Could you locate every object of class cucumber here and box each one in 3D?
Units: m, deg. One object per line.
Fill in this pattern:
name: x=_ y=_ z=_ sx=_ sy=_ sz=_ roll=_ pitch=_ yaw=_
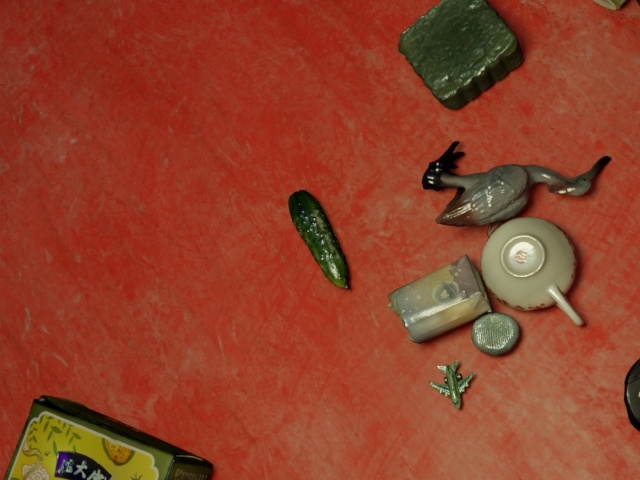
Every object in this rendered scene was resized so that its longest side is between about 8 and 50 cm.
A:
cucumber: x=0.000 y=0.000 z=1.775 sx=0.069 sy=0.069 sz=0.227 roll=-32 pitch=66 yaw=11

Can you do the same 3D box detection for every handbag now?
handbag: x=0.203 y=0.110 z=1.640 sx=0.173 sy=0.095 sz=0.117 roll=-26 pitch=34 yaw=13

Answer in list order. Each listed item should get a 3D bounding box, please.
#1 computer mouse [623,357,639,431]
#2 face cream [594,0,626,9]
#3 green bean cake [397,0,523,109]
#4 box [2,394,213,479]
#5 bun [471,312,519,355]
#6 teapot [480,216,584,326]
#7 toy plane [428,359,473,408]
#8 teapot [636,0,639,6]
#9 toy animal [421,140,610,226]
computer mouse: x=0.571 y=0.219 z=1.427 sx=0.233 sy=0.096 sz=0.137 roll=-35 pitch=51 yaw=43
face cream: x=0.579 y=-0.560 z=1.705 sx=0.139 sy=0.067 sz=0.285 roll=43 pitch=93 yaw=25
green bean cake: x=0.260 y=-0.358 z=1.761 sx=0.185 sy=0.094 sz=0.183 roll=-36 pitch=64 yaw=9
box: x=-0.437 y=0.540 z=1.733 sx=0.372 sy=0.138 sz=0.420 roll=14 pitch=78 yaw=32
bun: x=0.299 y=0.161 z=1.609 sx=0.083 sy=0.045 sz=0.083 roll=-6 pitch=72 yaw=18
teapot: x=0.359 y=0.048 z=1.595 sx=0.159 sy=0.116 sz=0.246 roll=-31 pitch=70 yaw=-1
toy plane: x=0.228 y=0.249 z=1.619 sx=0.080 sy=0.033 sz=0.083 roll=-17 pitch=75 yaw=17
teapot: x=0.696 y=-0.369 z=1.501 sx=0.375 sy=0.305 sz=0.362 roll=-7 pitch=78 yaw=-10
toy animal: x=0.322 y=-0.094 z=1.631 sx=0.324 sy=0.090 sz=0.195 roll=4 pitch=50 yaw=23
